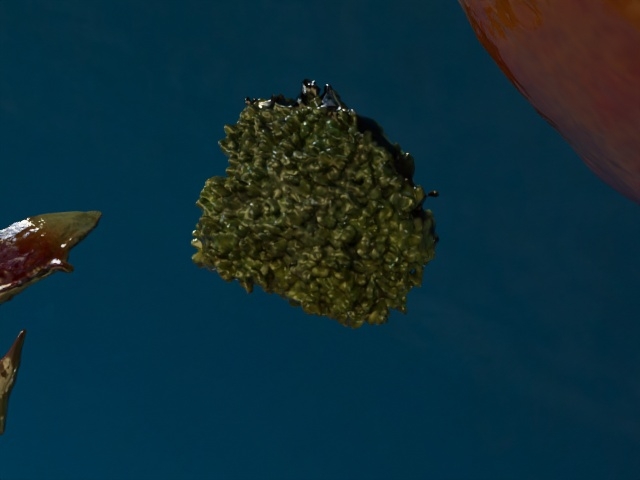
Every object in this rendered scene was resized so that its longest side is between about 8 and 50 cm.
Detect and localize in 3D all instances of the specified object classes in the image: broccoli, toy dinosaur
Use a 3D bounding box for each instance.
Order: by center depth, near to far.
[{"bbox_3d":[-0.011,0.002,1.182,0.242,0.273,0.180,34,-114,31],"label":"broccoli"},{"bbox_3d":[-0.330,0.089,1.207,0.206,0.113,0.327,6,-116,19],"label":"toy dinosaur"}]

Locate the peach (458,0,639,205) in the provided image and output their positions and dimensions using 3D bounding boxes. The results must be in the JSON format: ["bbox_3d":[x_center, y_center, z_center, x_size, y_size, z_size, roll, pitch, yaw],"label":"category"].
[{"bbox_3d":[0.161,-0.168,0.320,0.242,0.306,0.380,36,-41,-12],"label":"peach"}]
